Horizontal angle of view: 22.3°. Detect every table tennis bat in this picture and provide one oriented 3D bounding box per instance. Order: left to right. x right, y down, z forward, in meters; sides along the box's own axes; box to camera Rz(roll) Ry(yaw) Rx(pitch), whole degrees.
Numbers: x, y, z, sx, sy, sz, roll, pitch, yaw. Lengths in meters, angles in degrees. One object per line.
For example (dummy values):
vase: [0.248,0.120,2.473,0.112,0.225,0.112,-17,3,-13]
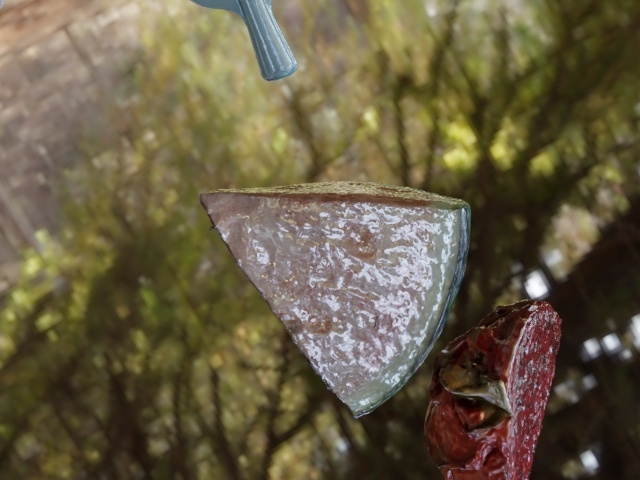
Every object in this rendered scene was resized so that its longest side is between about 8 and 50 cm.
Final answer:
table tennis bat: [-0.084,-0.284,1.716,0.153,0.244,0.040,-20,-161,5]

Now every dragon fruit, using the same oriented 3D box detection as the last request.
dragon fruit: [0.202,0.182,2.080,0.152,0.205,0.317,6,-130,20]

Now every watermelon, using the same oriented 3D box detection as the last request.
watermelon: [0.042,-0.010,1.836,0.250,0.292,0.283,-35,-148,9]

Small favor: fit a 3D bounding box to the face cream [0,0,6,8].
face cream: [-0.442,-0.289,1.860,0.104,0.149,0.149,-59,-162,-16]
